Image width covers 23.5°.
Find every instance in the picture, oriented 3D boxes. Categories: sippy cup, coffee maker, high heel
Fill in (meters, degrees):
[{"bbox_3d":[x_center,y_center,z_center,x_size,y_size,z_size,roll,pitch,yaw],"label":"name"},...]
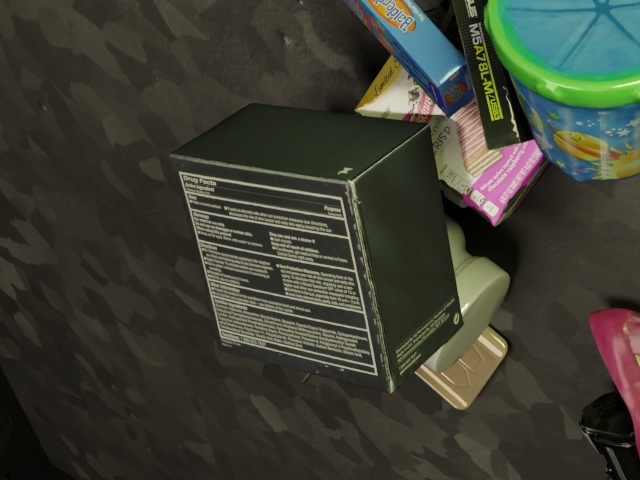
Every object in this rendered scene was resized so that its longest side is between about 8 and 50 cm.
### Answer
[{"bbox_3d":[0.301,-0.184,1.627,0.240,0.306,0.224,1,148,13],"label":"sippy cup"},{"bbox_3d":[0.465,0.304,2.144,0.171,0.120,0.178,-9,124,29],"label":"coffee maker"},{"bbox_3d":[0.413,0.210,2.043,0.117,0.082,0.244,7,113,39],"label":"high heel"}]

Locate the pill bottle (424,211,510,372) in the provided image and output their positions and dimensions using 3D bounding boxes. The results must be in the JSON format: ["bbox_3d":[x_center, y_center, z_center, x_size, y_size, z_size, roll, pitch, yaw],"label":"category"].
[{"bbox_3d":[0.072,0.014,2.180,0.363,0.210,0.210,37,150,19],"label":"pill bottle"}]

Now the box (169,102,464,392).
[{"bbox_3d":[0.000,0.000,1.944,0.296,0.182,0.294,11,125,37],"label":"box"}]

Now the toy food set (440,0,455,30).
[{"bbox_3d":[0.071,-0.405,1.773,0.306,0.092,0.220,42,152,8],"label":"toy food set"}]

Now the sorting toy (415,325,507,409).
[{"bbox_3d":[0.189,0.152,2.388,0.193,0.038,0.208,41,147,11],"label":"sorting toy"}]

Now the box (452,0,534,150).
[{"bbox_3d":[0.198,-0.196,1.730,0.045,0.190,0.184,-16,91,16],"label":"box"}]

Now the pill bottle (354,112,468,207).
[{"bbox_3d":[0.138,-0.125,2.022,0.180,0.108,0.108,37,150,19],"label":"pill bottle"}]

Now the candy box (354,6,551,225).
[{"bbox_3d":[0.180,-0.154,1.894,0.233,0.071,0.159,40,118,12],"label":"candy box"}]

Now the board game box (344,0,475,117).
[{"bbox_3d":[0.092,-0.248,1.780,0.210,0.047,0.160,50,-178,13],"label":"board game box"}]
